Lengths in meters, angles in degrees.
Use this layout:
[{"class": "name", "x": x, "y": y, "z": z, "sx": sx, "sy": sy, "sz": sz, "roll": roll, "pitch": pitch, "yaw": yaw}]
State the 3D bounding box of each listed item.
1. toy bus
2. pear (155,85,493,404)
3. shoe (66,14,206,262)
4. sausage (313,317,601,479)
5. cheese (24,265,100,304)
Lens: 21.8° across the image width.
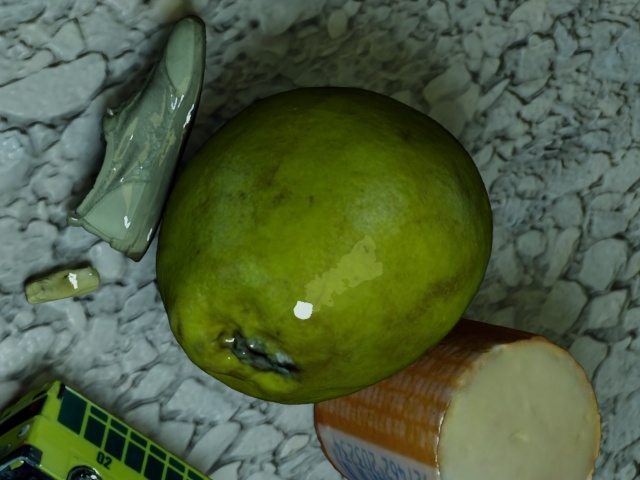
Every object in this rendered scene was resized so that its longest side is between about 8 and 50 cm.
[{"class": "toy bus", "x": -0.237, "y": 0.267, "z": 1.765, "sx": 0.262, "sy": 0.128, "sz": 0.150, "roll": 38, "pitch": 39, "yaw": -26}, {"class": "pear", "x": 0.000, "y": 0.000, "z": 1.759, "sx": 0.413, "sy": 0.352, "sz": 0.351, "roll": -39, "pitch": 115, "yaw": -56}, {"class": "shoe", "x": -0.189, "y": -0.118, "z": 1.796, "sx": 0.098, "sy": 0.103, "sz": 0.274, "roll": 19, "pitch": 78, "yaw": -7}, {"class": "sausage", "x": 0.151, "y": 0.205, "z": 1.896, "sx": 0.233, "sy": 0.287, "sz": 0.233, "roll": -2, "pitch": 95, "yaw": -28}, {"class": "cheese", "x": -0.276, "y": 0.047, "z": 1.789, "sx": 0.083, "sy": 0.044, "sz": 0.030, "roll": -13, "pitch": 84, "yaw": -25}]
